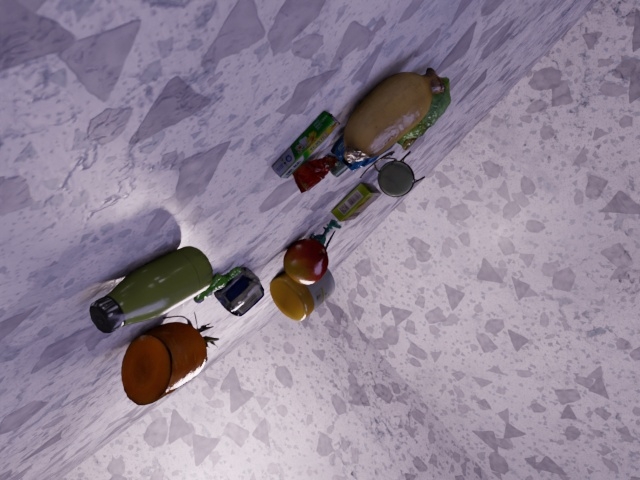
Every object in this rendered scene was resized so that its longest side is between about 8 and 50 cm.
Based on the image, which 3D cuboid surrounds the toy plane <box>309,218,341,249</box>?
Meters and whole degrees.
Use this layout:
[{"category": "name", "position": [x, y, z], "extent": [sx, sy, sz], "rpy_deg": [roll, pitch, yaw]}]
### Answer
[{"category": "toy plane", "position": [0.000, 0.000, 2.258], "extent": [0.235, 0.096, 0.060], "rpy_deg": [-58, 180, -19]}]

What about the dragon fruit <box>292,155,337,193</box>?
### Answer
[{"category": "dragon fruit", "position": [-0.017, -0.189, 1.352], "extent": [0.131, 0.063, 0.097], "rpy_deg": [-30, -149, -5]}]

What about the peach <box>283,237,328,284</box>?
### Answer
[{"category": "peach", "position": [-0.050, 0.078, 2.109], "extent": [0.197, 0.197, 0.197], "rpy_deg": [-41, 172, -7]}]

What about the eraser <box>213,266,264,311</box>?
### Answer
[{"category": "eraser", "position": [-0.284, 0.192, 1.909], "extent": [0.155, 0.101, 0.332], "rpy_deg": [-42, 173, -10]}]

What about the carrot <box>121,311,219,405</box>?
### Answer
[{"category": "carrot", "position": [-0.454, 0.342, 1.592], "extent": [0.193, 0.214, 0.331], "rpy_deg": [-26, 174, 18]}]

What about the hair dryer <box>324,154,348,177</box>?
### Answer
[{"category": "hair dryer", "position": [0.041, -0.221, 1.477], "extent": [0.071, 0.047, 0.150], "rpy_deg": [-43, 166, 15]}]

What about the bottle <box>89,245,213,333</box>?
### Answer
[{"category": "bottle", "position": [-0.350, 0.104, 1.099], "extent": [0.260, 0.112, 0.112], "rpy_deg": [-32, 168, -47]}]

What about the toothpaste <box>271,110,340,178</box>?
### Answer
[{"category": "toothpaste", "position": [-0.033, -0.213, 1.179], "extent": [0.178, 0.037, 0.043], "rpy_deg": [-44, 173, 16]}]

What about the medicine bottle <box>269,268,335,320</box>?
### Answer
[{"category": "medicine bottle", "position": [-0.085, 0.231, 2.536], "extent": [0.232, 0.238, 0.238], "rpy_deg": [-35, 170, -37]}]

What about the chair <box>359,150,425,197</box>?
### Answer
[{"category": "chair", "position": [0.287, -0.250, 2.048], "extent": [0.160, 0.170, 0.326], "rpy_deg": [-31, -178, 25]}]

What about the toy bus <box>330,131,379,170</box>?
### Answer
[{"category": "toy bus", "position": [0.124, -0.264, 1.404], "extent": [0.185, 0.106, 0.090], "rpy_deg": [-35, 172, -38]}]

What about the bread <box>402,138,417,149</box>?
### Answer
[{"category": "bread", "position": [0.346, -0.384, 2.053], "extent": [0.049, 0.033, 0.088], "rpy_deg": [-35, 173, -15]}]

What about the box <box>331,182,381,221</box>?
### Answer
[{"category": "box", "position": [0.158, -0.162, 2.237], "extent": [0.175, 0.062, 0.260], "rpy_deg": [-44, 172, 16]}]

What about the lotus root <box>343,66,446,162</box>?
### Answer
[{"category": "lotus root", "position": [0.163, -0.309, 1.264], "extent": [0.303, 0.131, 0.146], "rpy_deg": [-42, -166, -2]}]

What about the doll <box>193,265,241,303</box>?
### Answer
[{"category": "doll", "position": [-0.317, 0.130, 1.610], "extent": [0.115, 0.050, 0.190], "rpy_deg": [-39, 177, 39]}]

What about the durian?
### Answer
[{"category": "durian", "position": [0.255, -0.359, 1.398], "extent": [0.250, 0.139, 0.101], "rpy_deg": [-39, 166, -25]}]
